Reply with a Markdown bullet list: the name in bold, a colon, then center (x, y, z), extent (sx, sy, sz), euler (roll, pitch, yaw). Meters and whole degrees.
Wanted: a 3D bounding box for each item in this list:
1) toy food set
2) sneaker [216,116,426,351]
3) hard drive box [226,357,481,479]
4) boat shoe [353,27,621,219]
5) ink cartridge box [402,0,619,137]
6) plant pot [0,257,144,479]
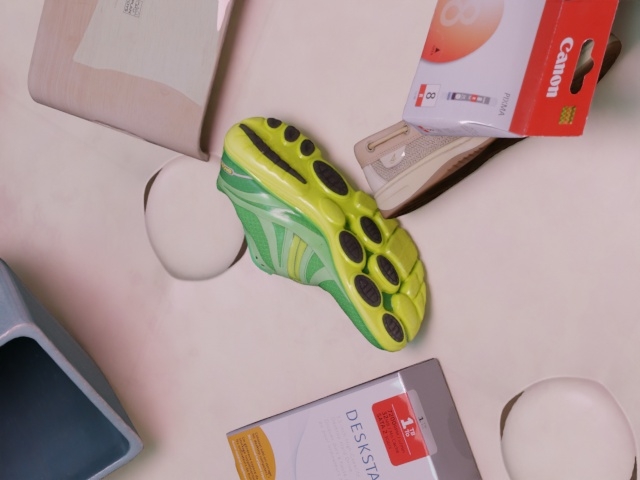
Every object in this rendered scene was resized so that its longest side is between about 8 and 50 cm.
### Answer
- **toy food set**: center (-0.186, -0.260, 1.711), extent (0.220, 0.092, 0.306), euler (20, 107, 16)
- **sneaker**: center (0.000, 0.000, 1.619), extent (0.295, 0.109, 0.123), euler (50, 140, 15)
- **hard drive box**: center (0.039, 0.246, 1.613), extent (0.232, 0.089, 0.181), euler (-24, 83, 30)
- **boat shoe**: center (0.153, -0.132, 1.498), extent (0.302, 0.109, 0.098), euler (-35, 78, 35)
- **ink cartridge box**: center (0.171, -0.165, 1.408), extent (0.179, 0.045, 0.145), euler (3, 70, 44)
- **plant pot**: center (-0.389, 0.157, 1.748), extent (0.248, 0.247, 0.252), euler (-33, 40, 2)
